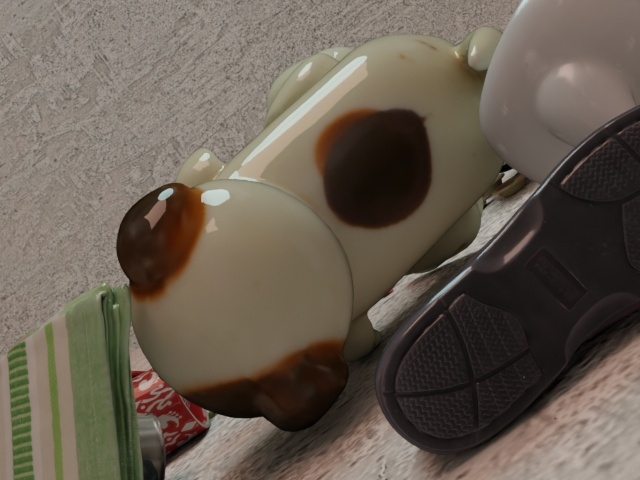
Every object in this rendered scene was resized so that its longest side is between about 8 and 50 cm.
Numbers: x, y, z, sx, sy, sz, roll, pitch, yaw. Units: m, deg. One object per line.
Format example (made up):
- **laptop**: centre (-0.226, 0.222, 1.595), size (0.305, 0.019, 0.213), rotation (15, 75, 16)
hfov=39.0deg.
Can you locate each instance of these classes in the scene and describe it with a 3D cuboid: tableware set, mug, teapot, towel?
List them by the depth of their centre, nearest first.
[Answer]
- **teapot**: centre (0.265, -0.129, 0.717), size (0.256, 0.187, 0.252), rotation (-52, -22, -5)
- **towel**: centre (-0.240, 0.200, 0.744), size (0.038, 0.247, 0.325), rotation (11, -31, -42)
- **mug**: centre (-0.230, 0.203, 1.043), size (0.169, 0.150, 0.113), rotation (-30, -25, 2)
- **tableware set**: centre (0.246, -0.074, 1.242), size (0.169, 0.020, 0.141), rotation (-31, 5, 41)

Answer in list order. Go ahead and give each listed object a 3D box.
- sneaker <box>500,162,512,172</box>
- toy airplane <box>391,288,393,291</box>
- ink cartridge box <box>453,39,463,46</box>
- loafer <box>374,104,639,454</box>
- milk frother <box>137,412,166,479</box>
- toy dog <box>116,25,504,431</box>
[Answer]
- **sneaker**: centre (0.252, -0.150, 1.248), size (0.126, 0.127, 0.321), rotation (-18, -16, 39)
- **toy airplane**: centre (0.025, 0.063, 1.117), size (0.151, 0.028, 0.151), rotation (-17, 17, 5)
- **ink cartridge box**: centre (0.251, -0.224, 1.589), size (0.121, 0.211, 0.289), rotation (-36, 3, 8)
- **loafer**: centre (0.154, 0.007, 0.544), size (0.302, 0.109, 0.095), rotation (-38, 0, -2)
- **milk frother**: centre (-0.224, 0.248, 0.860), size (0.135, 0.143, 0.129), rotation (2, 30, -27)
- **toy dog**: centre (0.000, 0.000, 0.834), size (0.395, 0.284, 0.408), rotation (-23, 16, 49)
